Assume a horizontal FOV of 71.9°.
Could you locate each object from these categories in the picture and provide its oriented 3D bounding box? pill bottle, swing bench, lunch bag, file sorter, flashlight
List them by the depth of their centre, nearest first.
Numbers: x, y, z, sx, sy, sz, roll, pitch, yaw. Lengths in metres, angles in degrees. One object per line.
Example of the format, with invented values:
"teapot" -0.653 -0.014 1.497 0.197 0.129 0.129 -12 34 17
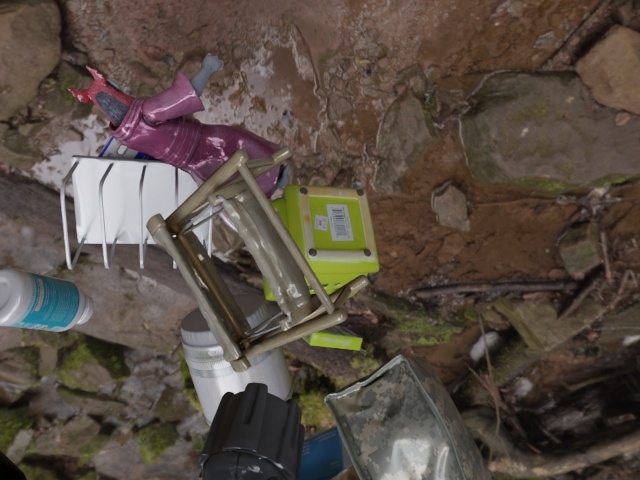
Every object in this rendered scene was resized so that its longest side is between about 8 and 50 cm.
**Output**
"flashlight" -0.068 0.230 0.252 0.103 0.304 0.103 -33 116 30
"swing bench" -0.108 0.035 0.659 0.254 0.165 0.253 -31 92 22
"lunch bag" 0.156 0.335 0.670 0.168 0.287 0.235 -33 157 10
"file sorter" -0.364 -0.049 0.905 0.277 0.173 0.193 1 116 -18
"pill bottle" -0.756 0.170 1.207 0.146 0.146 0.264 -25 158 10

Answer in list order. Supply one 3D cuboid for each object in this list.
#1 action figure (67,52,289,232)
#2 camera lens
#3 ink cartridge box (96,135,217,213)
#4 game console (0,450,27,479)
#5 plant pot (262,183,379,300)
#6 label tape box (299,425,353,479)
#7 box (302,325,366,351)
"action figure" -0.256 -0.168 0.788 0.370 0.276 0.248 20 153 -41
"camera lens" -0.195 0.290 1.045 0.219 0.219 0.275 -12 105 2
"ink cartridge box" -0.334 -0.190 1.059 0.176 0.069 0.370 -50 146 13
"game console" -0.717 0.577 0.843 0.043 0.361 0.213 -33 94 13
"plant pot" 0.000 0.000 0.986 0.226 0.229 0.207 1 158 -23
"label tape box" 0.016 0.577 1.202 0.240 0.106 0.333 -36 155 28
"box" 0.033 0.270 1.247 0.178 0.109 0.043 13 92 -25
